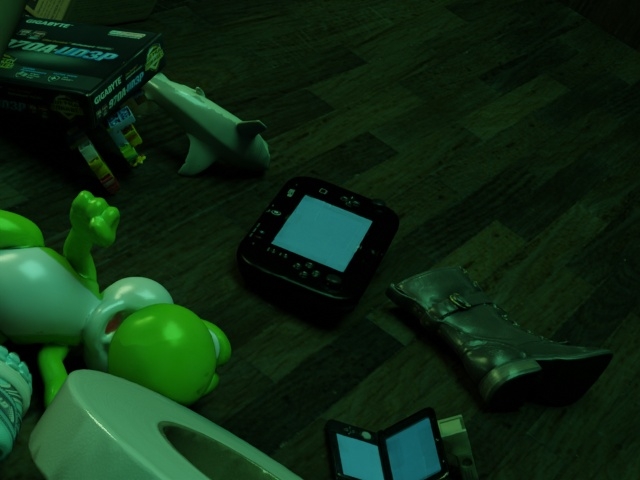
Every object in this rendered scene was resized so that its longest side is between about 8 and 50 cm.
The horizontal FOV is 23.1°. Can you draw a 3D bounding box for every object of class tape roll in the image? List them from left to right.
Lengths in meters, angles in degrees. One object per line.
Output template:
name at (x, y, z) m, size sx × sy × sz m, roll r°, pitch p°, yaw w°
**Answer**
tape roll at (-0.073, 0.245, 1.371) m, size 0.392 × 0.072 × 0.392 m, roll 32°, pitch 1°, yaw -1°

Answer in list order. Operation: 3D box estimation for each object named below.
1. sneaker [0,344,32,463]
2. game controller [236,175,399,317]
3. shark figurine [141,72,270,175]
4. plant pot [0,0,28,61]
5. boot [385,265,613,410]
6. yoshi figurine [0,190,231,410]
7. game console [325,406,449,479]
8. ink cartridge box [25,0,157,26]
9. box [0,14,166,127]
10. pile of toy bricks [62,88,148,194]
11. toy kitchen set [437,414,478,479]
sneaker at (-0.396, 0.128, 1.405) m, size 0.283 × 0.110 × 0.122 m, roll 17°, pitch 35°, yaw -19°
game controller at (0.000, 0.000, 2.044) m, size 0.166 × 0.067 × 0.319 m, roll 30°, pitch 26°, yaw 1°
shark figurine at (-0.185, -0.151, 2.105) m, size 0.278 × 0.116 × 0.166 m, roll 31°, pitch -8°, yaw -14°
plant pot at (-0.478, -0.305, 1.862) m, size 0.323 × 0.323 × 0.280 m, roll 14°, pitch 61°, yaw -27°
boot at (0.238, 0.111, 2.050) m, size 0.263 × 0.091 × 0.229 m, roll -1°, pitch 40°, yaw -41°
yoshi figurine at (-0.247, 0.074, 1.564) m, size 0.362 × 0.203 × 0.203 m, roll 22°, pitch 40°, yaw -18°
game console at (0.071, 0.227, 1.710) m, size 0.107 × 0.071 × 0.122 m, roll 20°, pitch 28°, yaw -18°
ink cartridge box at (-0.315, -0.419, 2.331) m, size 0.088 × 0.193 × 0.235 m, roll 38°, pitch 28°, yaw 17°
box at (-0.333, -0.217, 1.982) m, size 0.220 × 0.051 × 0.175 m, roll 11°, pitch 37°, yaw 25°
pile of toy bricks at (-0.262, -0.136, 2.018) m, size 0.105 × 0.118 × 0.212 m, roll 59°, pitch -2°, yaw -32°
toy kitchen set at (0.132, 0.253, 1.769) m, size 0.083 × 0.075 × 0.068 m, roll -15°, pitch 29°, yaw 3°
